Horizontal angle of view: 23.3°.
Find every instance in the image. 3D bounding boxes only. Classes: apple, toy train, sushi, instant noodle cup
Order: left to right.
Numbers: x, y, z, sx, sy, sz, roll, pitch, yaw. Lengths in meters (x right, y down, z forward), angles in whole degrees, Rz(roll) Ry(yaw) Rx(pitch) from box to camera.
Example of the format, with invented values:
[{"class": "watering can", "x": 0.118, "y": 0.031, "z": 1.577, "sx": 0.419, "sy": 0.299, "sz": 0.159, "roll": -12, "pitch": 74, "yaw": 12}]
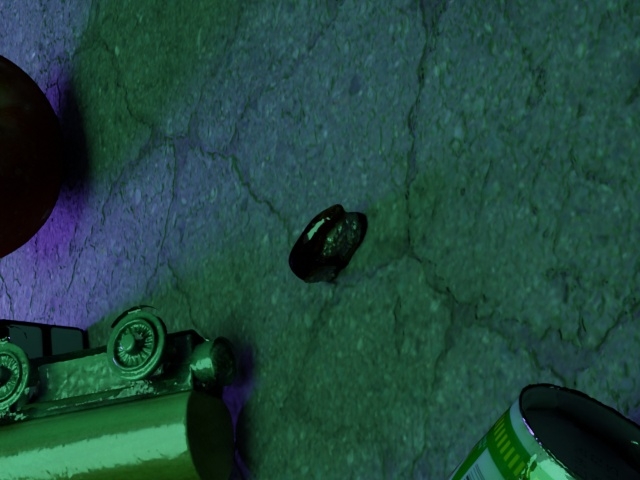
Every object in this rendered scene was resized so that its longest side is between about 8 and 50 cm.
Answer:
[{"class": "apple", "x": -0.431, "y": -0.100, "z": 1.825, "sx": 0.216, "sy": 0.260, "sz": 0.260, "roll": -50, "pitch": 45, "yaw": 46}, {"class": "toy train", "x": -0.220, "y": 0.173, "z": 1.490, "sx": 0.307, "sy": 0.126, "sz": 0.189, "roll": -12, "pitch": 58, "yaw": 25}, {"class": "sushi", "x": 0.000, "y": 0.000, "z": 1.349, "sx": 0.083, "sy": 0.046, "sz": 0.044, "roll": -57, "pitch": 41, "yaw": 34}, {"class": "instant noodle cup", "x": 0.126, "y": 0.222, "z": 1.000, "sx": 0.232, "sy": 0.207, "sz": 0.207, "roll": -60, "pitch": 39, "yaw": 20}]

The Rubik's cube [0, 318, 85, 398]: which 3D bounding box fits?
[{"class": "Rubik's cube", "x": -0.363, "y": 0.189, "z": 1.749, "sx": 0.160, "sy": 0.162, "sz": 0.163, "roll": -36, "pitch": 56, "yaw": 47}]
